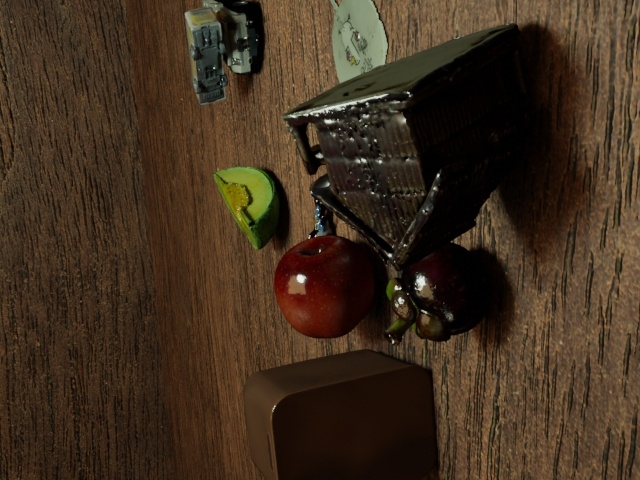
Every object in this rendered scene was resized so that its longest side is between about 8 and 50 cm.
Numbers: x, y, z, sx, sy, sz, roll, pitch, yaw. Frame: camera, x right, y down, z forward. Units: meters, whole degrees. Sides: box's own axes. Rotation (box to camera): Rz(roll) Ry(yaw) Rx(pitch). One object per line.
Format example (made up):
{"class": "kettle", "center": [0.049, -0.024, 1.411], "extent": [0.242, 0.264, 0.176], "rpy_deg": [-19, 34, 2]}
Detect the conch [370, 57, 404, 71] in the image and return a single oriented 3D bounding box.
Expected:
{"class": "conch", "center": [0.146, -0.205, 1.475], "extent": [0.220, 0.195, 0.277], "rpy_deg": [30, 103, 26]}

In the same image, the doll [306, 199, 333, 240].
{"class": "doll", "center": [0.000, 0.000, 1.977], "extent": [0.096, 0.070, 0.195], "rpy_deg": [-138, 50, -77]}

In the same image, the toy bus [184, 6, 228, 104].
{"class": "toy bus", "center": [-0.297, -0.473, 2.183], "extent": [0.268, 0.092, 0.106], "rpy_deg": [94, 155, -57]}

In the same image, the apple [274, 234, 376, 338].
{"class": "apple", "center": [0.009, 0.097, 1.808], "extent": [0.218, 0.218, 0.201], "rpy_deg": [26, 145, 61]}

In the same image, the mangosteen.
{"class": "mangosteen", "center": [0.195, 0.086, 1.440], "extent": [0.184, 0.172, 0.172], "rpy_deg": [-9, 90, 22]}

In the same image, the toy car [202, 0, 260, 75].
{"class": "toy car", "center": [-0.251, -0.557, 2.273], "extent": [0.301, 0.118, 0.193], "rpy_deg": [42, 142, 51]}

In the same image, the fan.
{"class": "fan", "center": [0.042, -0.463, 1.776], "extent": [0.414, 0.012, 0.233], "rpy_deg": [66, 151, 29]}

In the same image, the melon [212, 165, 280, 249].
{"class": "melon", "center": [-0.169, -0.085, 2.276], "extent": [0.265, 0.129, 0.169], "rpy_deg": [51, 165, 43]}

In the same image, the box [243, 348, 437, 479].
{"class": "box", "center": [0.031, 0.370, 1.720], "extent": [0.229, 0.340, 0.239], "rpy_deg": [-167, 70, -68]}

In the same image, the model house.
{"class": "model house", "center": [0.163, -0.133, 1.301], "extent": [0.297, 0.317, 0.282], "rpy_deg": [7, 125, 56]}
